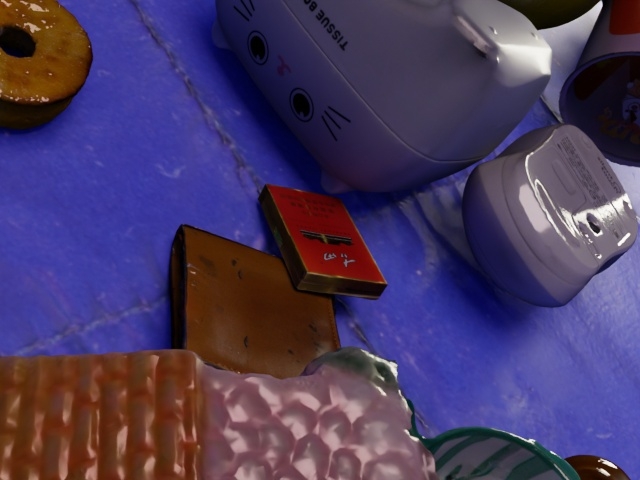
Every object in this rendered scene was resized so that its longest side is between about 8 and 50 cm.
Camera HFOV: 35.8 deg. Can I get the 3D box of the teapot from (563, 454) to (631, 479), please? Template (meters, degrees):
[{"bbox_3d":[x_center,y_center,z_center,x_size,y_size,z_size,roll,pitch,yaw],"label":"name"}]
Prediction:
[{"bbox_3d":[0.240,0.259,0.888,0.098,0.078,0.129,-3,62,13],"label":"teapot"}]

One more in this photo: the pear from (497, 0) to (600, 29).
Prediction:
[{"bbox_3d":[0.252,-0.389,1.260,0.321,0.269,0.269,10,39,24],"label":"pear"}]

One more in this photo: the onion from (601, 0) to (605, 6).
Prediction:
[{"bbox_3d":[0.534,-0.310,1.487,0.314,0.146,0.280,25,68,-5],"label":"onion"}]

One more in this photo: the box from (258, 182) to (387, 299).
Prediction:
[{"bbox_3d":[0.000,0.000,0.931,0.090,0.023,0.133,9,36,-30],"label":"box"}]

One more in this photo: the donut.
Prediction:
[{"bbox_3d":[-0.277,-0.162,0.878,0.151,0.058,0.152,19,47,-21],"label":"donut"}]

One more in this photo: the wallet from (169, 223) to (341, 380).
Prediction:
[{"bbox_3d":[-0.054,0.071,0.833,0.161,0.042,0.195,22,29,-24],"label":"wallet"}]

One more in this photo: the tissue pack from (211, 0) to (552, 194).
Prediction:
[{"bbox_3d":[0.050,-0.208,1.015,0.333,0.236,0.229,54,32,15],"label":"tissue pack"}]

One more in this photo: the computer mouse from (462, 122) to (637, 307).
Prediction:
[{"bbox_3d":[0.241,-0.021,1.072,0.184,0.121,0.297,54,31,1],"label":"computer mouse"}]

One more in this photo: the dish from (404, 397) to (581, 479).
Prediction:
[{"bbox_3d":[0.123,0.247,0.808,0.246,0.078,0.224,43,47,3],"label":"dish"}]

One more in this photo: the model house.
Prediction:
[{"bbox_3d":[-0.093,0.176,0.552,0.237,0.237,0.202,11,57,-26],"label":"model house"}]

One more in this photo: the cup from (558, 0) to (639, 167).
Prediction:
[{"bbox_3d":[0.434,-0.263,1.283,0.203,0.203,0.288,30,58,-10],"label":"cup"}]
